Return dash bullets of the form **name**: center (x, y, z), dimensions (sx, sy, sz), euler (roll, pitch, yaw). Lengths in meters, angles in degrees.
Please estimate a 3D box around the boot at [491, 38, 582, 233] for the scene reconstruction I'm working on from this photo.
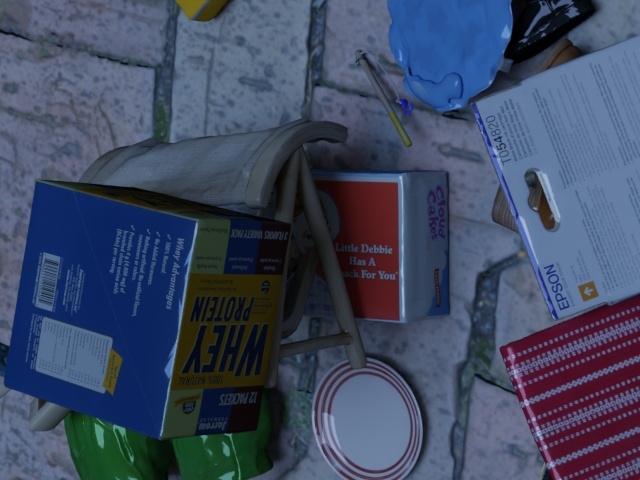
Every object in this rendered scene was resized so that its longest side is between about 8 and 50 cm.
- **boot**: center (0.259, -0.080, 1.695), dimensions (0.152, 0.073, 0.197), euler (20, 105, 24)

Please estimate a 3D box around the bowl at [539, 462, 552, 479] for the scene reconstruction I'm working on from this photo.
- **bowl**: center (0.278, 0.245, 1.682), dimensions (0.170, 0.080, 0.170), euler (1, 78, -6)

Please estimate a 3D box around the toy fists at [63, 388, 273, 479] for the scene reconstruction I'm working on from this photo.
- **toy fists**: center (-0.170, 0.202, 2.008), dimensions (0.279, 0.096, 0.142), euler (-12, 93, 35)

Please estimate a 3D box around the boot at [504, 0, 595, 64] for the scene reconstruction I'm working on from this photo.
- **boot**: center (0.199, -0.235, 1.728), dimensions (0.121, 0.045, 0.099), euler (-34, 74, 31)

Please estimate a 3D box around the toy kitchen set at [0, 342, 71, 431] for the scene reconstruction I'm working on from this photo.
- **toy kitchen set**: center (-0.326, 0.084, 2.007), dimensions (0.122, 0.166, 0.207), euler (-45, 33, 29)

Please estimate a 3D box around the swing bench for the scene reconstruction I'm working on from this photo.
- **swing bench**: center (-0.110, 0.015, 1.792), dimensions (0.253, 0.165, 0.254), euler (-5, 91, 36)

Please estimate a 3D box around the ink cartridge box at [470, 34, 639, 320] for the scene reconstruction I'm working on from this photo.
- **ink cartridge box**: center (0.278, -0.064, 1.634), dimensions (0.224, 0.045, 0.223), euler (-20, 82, 7)

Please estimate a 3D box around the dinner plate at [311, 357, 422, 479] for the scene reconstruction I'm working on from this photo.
- **dinner plate**: center (0.051, 0.192, 1.894), dimensions (0.141, 0.017, 0.141), euler (3, 96, 35)

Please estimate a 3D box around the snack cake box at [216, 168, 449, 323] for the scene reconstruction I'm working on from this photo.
- **snack cake box**: center (0.000, 0.000, 1.867), dimensions (0.264, 0.089, 0.152), euler (3, 96, 35)

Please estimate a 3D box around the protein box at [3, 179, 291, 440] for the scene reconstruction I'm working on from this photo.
- **protein box**: center (-0.160, 0.060, 1.646), dimensions (0.201, 0.136, 0.199), euler (13, 96, 36)

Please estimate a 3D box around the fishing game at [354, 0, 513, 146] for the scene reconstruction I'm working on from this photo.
- **fishing game**: center (0.133, -0.219, 1.760), dimensions (0.264, 0.041, 0.189), euler (-58, 47, 33)

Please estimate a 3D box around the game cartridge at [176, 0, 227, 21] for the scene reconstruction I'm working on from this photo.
- **game cartridge**: center (-0.106, -0.445, 1.926), dimensions (0.324, 0.053, 0.285), euler (-44, 70, 28)

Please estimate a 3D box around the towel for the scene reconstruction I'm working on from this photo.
- **towel**: center (0.303, 0.189, 1.639), dimensions (0.199, 0.031, 0.274), euler (-21, 80, -7)
